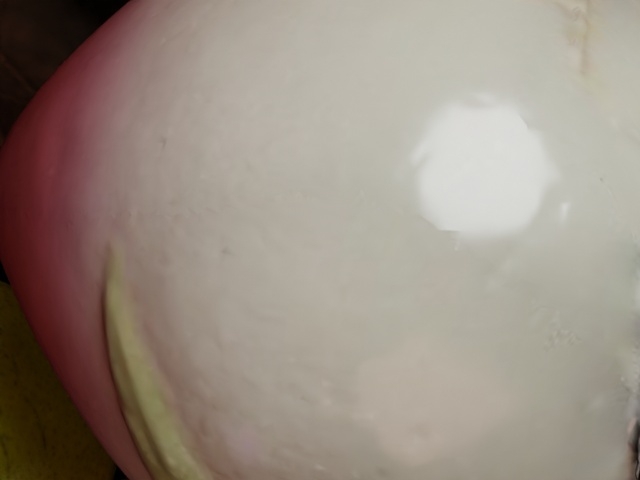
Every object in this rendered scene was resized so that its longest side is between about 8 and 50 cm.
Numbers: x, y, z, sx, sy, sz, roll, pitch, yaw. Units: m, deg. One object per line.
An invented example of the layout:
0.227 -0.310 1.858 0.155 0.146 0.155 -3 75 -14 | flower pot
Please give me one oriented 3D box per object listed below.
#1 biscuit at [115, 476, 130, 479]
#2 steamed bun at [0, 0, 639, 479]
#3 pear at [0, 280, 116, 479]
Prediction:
-0.047 0.215 1.084 0.325 0.044 0.217 -23 110 17 | biscuit
0.000 0.000 0.754 0.309 0.309 0.309 -3 136 -3 | steamed bun
-0.203 0.104 0.903 0.198 0.198 0.198 -3 136 -3 | pear
